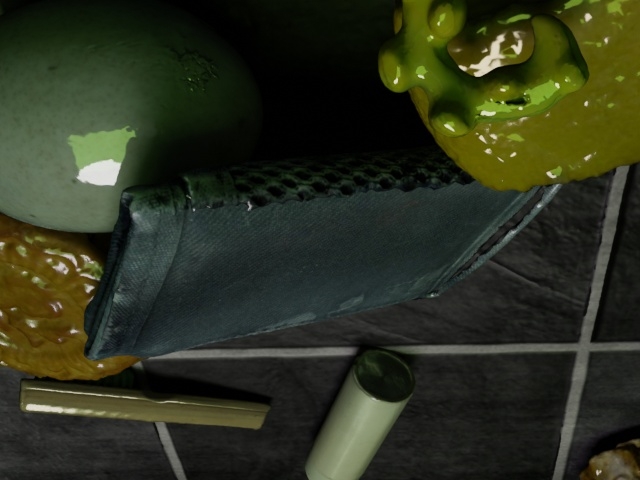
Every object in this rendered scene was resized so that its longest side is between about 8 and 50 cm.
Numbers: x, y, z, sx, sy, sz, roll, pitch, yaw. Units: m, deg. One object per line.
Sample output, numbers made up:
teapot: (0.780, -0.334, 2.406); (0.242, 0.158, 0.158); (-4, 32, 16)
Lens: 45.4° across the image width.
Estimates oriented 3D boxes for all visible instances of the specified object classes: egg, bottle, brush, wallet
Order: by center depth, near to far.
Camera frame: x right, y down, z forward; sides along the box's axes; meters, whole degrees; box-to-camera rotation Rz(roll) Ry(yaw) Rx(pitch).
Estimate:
egg: (-0.158, -0.090, 0.550); (0.236, 0.169, 0.169); (-5, 132, 5)
wallet: (0.000, 0.000, 0.587); (0.341, 0.075, 0.237); (-8, 156, -28)
bottle: (0.041, 0.212, 0.874); (0.072, 0.072, 0.202); (14, 132, -8)
brush: (-0.199, 0.182, 0.886); (0.282, 0.048, 0.054); (10, 135, -15)

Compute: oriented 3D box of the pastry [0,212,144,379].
pastry: (-0.242, 0.028, 0.703); (0.240, 0.132, 0.235); (34, 134, -16)

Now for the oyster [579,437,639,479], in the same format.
oyster: (0.463, 0.351, 0.933); (0.337, 0.133, 0.197); (36, 133, -20)

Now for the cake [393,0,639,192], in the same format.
cake: (0.178, -0.147, 0.469); (0.260, 0.179, 0.156); (-13, 129, 20)

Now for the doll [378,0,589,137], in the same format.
doll: (0.102, -0.235, 0.332); (0.341, 0.098, 0.346); (-12, 91, 20)
